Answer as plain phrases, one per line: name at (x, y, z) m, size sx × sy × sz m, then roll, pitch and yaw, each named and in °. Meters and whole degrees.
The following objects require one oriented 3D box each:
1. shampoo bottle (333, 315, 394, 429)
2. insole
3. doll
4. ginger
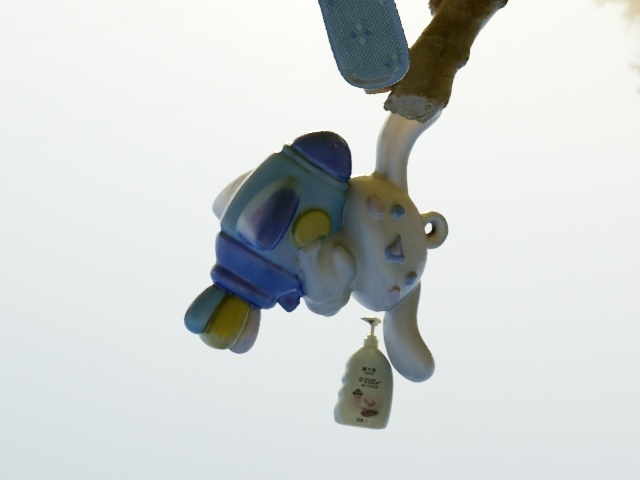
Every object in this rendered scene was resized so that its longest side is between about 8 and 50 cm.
shampoo bottle at (0.065, 0.178, 1.919) m, size 0.077 × 0.151 × 0.045 m, roll 9°, pitch 169°, yaw 1°
insole at (0.014, -0.292, 1.400) m, size 0.109 × 0.322 × 0.007 m, roll -11°, pitch -152°, yaw 16°
doll at (0.003, -0.002, 1.840) m, size 0.366 × 0.376 × 0.187 m, roll -2°, pitch 167°, yaw -20°
ginger at (0.180, -0.270, 1.769) m, size 0.118 × 0.299 × 0.065 m, roll 41°, pitch 174°, yaw 19°
